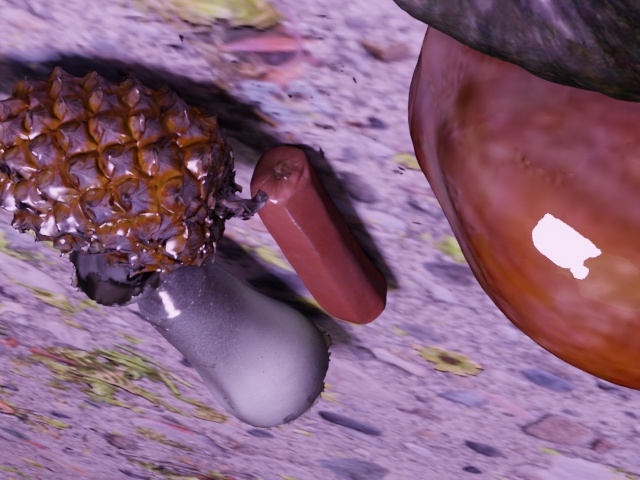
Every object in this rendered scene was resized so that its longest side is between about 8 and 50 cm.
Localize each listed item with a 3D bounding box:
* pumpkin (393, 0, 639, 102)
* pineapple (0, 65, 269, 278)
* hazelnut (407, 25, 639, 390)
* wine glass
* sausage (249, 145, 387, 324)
[{"bbox_3d":[0.061,-0.102,0.358,0.167,0.125,0.167,18,169,4],"label":"pumpkin"},{"bbox_3d":[-0.129,-0.043,0.713,0.221,0.083,0.103,16,174,9],"label":"pineapple"},{"bbox_3d":[0.092,-0.030,0.476,0.143,0.154,0.143,4,129,5],"label":"hazelnut"},{"bbox_3d":[-0.057,0.037,0.865,0.072,0.072,0.155,4,154,34],"label":"wine glass"},{"bbox_3d":[0.000,0.000,0.779,0.035,0.030,0.147,8,156,24],"label":"sausage"}]
